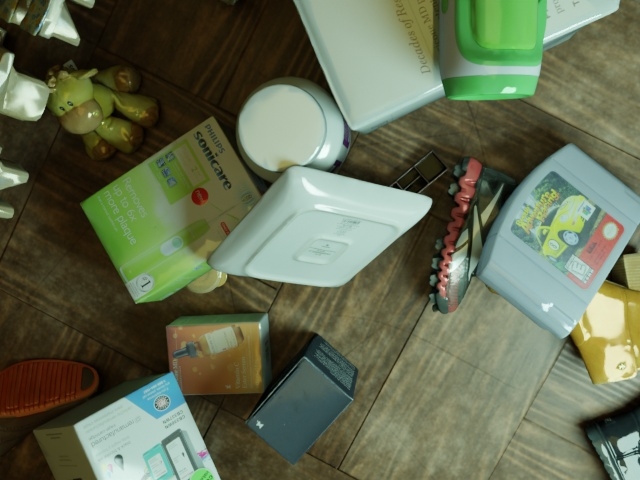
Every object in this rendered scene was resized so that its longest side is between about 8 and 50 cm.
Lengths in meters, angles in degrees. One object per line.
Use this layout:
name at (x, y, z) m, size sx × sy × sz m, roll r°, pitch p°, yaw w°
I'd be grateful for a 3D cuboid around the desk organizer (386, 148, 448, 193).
desk organizer at (0.161, -0.101, 1.322) m, size 0.130 × 0.050 × 0.047 m, roll -40°, pitch 90°, yaw 8°

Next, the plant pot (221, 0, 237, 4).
plant pot at (-0.131, -0.605, 1.192) m, size 0.305 × 0.334 × 0.334 m, roll -41°, pitch 90°, yaw -3°

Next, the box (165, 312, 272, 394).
box at (-0.181, 0.204, 1.365) m, size 0.171 × 0.091 × 0.130 m, roll -4°, pitch 95°, yaw 6°

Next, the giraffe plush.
giraffe plush at (-0.406, -0.242, 1.306) m, size 0.210 × 0.170 × 0.181 m, roll 40°, pitch 98°, yaw 1°

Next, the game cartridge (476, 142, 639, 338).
game cartridge at (0.388, -0.013, 1.225) m, size 0.196 × 0.060 × 0.294 m, roll 37°, pitch 70°, yaw 4°

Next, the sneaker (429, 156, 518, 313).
sneaker at (0.267, 0.001, 1.296) m, size 0.135 × 0.097 × 0.275 m, roll 14°, pitch 95°, yaw 7°

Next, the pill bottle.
pill bottle at (-0.042, -0.172, 1.209) m, size 0.169 × 0.301 × 0.169 m, roll 0°, pitch 95°, yaw 5°

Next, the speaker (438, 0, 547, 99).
speaker at (0.209, -0.326, 0.929) m, size 0.131 × 0.131 × 0.296 m, roll 0°, pitch 97°, yaw 6°

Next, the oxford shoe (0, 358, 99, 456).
oxford shoe at (-0.583, 0.325, 1.424) m, size 0.364 × 0.130 × 0.132 m, roll -14°, pitch 127°, yaw 0°

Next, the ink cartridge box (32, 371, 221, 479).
ink cartridge box at (-0.324, 0.399, 1.310) m, size 0.197 × 0.198 × 0.270 m, roll -20°, pitch 95°, yaw 48°

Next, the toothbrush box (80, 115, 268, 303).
toothbrush box at (-0.236, -0.049, 1.322) m, size 0.283 × 0.122 × 0.206 m, roll -31°, pitch 83°, yaw 6°

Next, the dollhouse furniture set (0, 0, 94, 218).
dollhouse furniture set at (-0.599, -0.288, 1.179) m, size 0.394 × 0.257 × 0.362 m, roll 32°, pitch 101°, yaw 46°

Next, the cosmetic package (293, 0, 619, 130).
cosmetic package at (0.168, -0.390, 1.154) m, size 0.394 × 0.329 × 0.327 m, roll -24°, pitch 94°, yaw 8°

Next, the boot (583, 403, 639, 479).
boot at (0.603, 0.384, 1.300) m, size 0.207 × 0.094 × 0.246 m, roll -28°, pitch 86°, yaw 11°

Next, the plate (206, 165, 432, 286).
plate at (0.000, 0.000, 1.205) m, size 0.278 × 0.277 × 0.045 m, roll -44°, pitch 47°, yaw 41°

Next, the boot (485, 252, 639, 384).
boot at (0.439, 0.140, 1.281) m, size 0.295 × 0.104 × 0.211 m, roll -7°, pitch 84°, yaw -2°

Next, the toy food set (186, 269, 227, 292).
toy food set at (-0.219, 0.056, 1.391) m, size 0.083 × 0.020 × 0.082 m, roll -27°, pitch 92°, yaw 8°

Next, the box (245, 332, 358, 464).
box at (-0.026, 0.265, 1.296) m, size 0.108 × 0.207 × 0.153 m, roll 41°, pitch 98°, yaw 1°
